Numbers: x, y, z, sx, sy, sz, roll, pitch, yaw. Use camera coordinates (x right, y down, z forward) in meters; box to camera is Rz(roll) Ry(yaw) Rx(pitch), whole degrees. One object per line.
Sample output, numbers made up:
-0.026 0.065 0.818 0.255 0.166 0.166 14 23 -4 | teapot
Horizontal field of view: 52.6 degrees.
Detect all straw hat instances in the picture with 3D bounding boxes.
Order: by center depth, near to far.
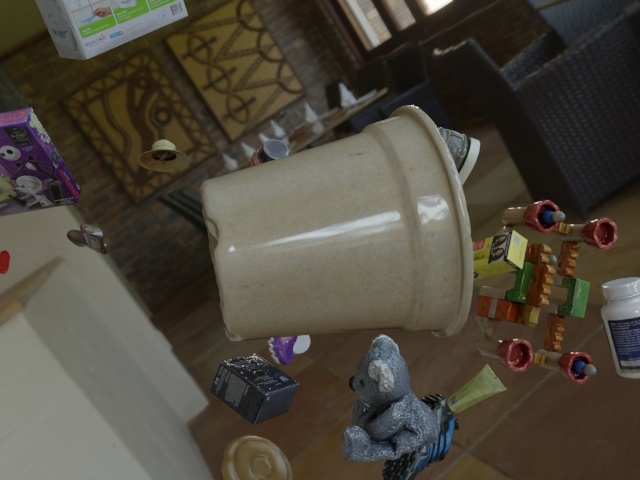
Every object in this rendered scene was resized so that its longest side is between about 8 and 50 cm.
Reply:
-0.446 -0.252 1.840 0.144 0.061 0.144 -6 -21 -2 | straw hat

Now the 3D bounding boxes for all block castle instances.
0.620 0.135 1.742 0.213 0.303 0.453 4 80 67 | block castle

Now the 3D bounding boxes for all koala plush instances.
0.140 0.322 1.362 0.203 0.221 0.196 -7 9 13 | koala plush

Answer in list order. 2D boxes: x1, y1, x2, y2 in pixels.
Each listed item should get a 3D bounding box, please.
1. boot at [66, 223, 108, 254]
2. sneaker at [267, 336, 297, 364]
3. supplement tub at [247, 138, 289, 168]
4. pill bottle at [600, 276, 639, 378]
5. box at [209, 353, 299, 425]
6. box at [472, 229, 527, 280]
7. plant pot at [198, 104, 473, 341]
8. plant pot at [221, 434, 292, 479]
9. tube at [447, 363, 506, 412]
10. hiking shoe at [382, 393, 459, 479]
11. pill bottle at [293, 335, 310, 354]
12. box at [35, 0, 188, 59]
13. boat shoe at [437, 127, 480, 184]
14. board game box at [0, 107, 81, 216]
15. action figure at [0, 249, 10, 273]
-0.520 -0.015 1.427 0.114 0.106 0.037 111 -178 -69 | boot
-0.064 0.185 1.556 0.104 0.237 0.095 5 2 14 | sneaker
-0.145 -0.183 1.742 0.106 0.106 0.198 -42 -11 -37 | supplement tub
0.570 0.157 1.183 0.094 0.169 0.094 -16 2 1 | pill bottle
-0.166 0.371 1.632 0.156 0.158 0.093 3 -68 -60 | box
0.404 0.047 1.620 0.232 0.058 0.087 -22 42 55 | box
0.000 0.000 0.900 0.305 0.334 0.334 -10 9 -10 | plant pot
-0.178 0.673 1.902 0.032 0.236 0.236 -51 1 32 | plant pot
0.488 0.475 2.039 0.240 0.070 0.062 123 165 -49 | tube
0.276 0.546 1.682 0.113 0.132 0.304 -22 22 53 | hiking shoe
-0.077 0.281 1.826 0.078 0.078 0.137 -36 6 -15 | pill bottle
-0.433 -0.521 1.300 0.126 0.231 0.262 17 45 42 | box
0.210 -0.087 1.314 0.109 0.091 0.305 -80 15 -61 | boat shoe
-0.656 -0.124 1.202 0.346 0.208 0.056 -10 44 4 | board game box
-0.699 -0.032 1.315 0.091 0.139 0.280 -3 15 -36 | action figure
